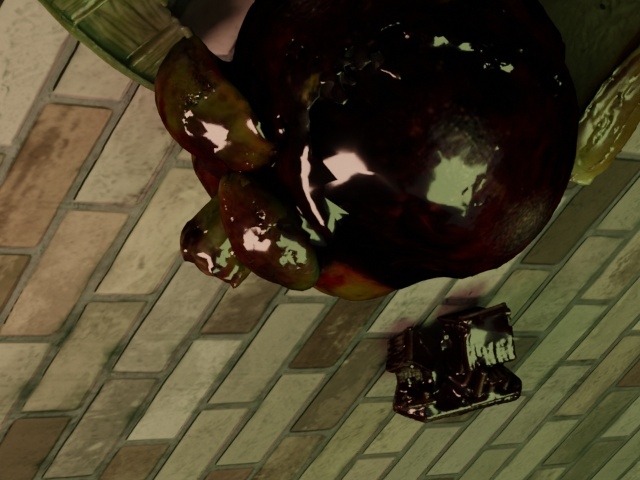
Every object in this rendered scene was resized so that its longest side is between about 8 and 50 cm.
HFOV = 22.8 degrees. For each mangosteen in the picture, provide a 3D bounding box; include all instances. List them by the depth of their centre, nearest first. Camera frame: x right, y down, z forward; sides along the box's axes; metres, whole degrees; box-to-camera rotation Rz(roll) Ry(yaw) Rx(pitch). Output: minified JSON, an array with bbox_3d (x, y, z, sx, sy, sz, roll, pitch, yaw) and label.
[{"bbox_3d":[0.048,-0.132,1.616,0.421,0.381,0.381,-8,148,7],"label":"mangosteen"}]

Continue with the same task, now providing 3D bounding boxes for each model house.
[{"bbox_3d":[0.198,0.180,2.353,0.203,0.141,0.164,-19,157,-11],"label":"model house"}]

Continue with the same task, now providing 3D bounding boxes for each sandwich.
[{"bbox_3d":[0.303,-0.242,1.733,0.099,0.271,0.301,12,129,-31],"label":"sandwich"}]

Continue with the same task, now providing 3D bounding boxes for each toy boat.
[{"bbox_3d":[-0.206,-0.230,1.553,0.093,0.055,0.293,-36,148,11],"label":"toy boat"}]
